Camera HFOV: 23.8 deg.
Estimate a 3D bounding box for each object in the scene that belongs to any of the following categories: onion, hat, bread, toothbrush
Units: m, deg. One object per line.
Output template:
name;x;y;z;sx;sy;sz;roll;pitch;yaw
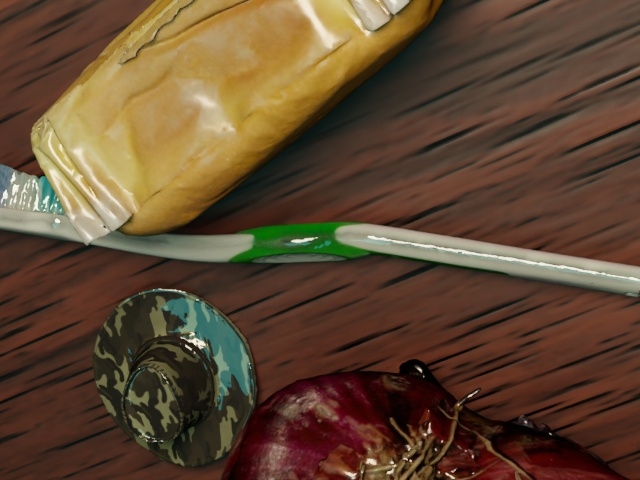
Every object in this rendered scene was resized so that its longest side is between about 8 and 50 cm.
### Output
onion;0.063;0.188;0.860;0.281;0.281;0.221;36;71;-2
hat;-0.098;0.091;0.943;0.121;0.050;0.121;4;109;13
bread;-0.038;-0.101;0.810;0.241;0.136;0.107;-38;101;23
toothbrush;-0.001;0.005;0.892;0.418;0.042;0.040;9;81;11
